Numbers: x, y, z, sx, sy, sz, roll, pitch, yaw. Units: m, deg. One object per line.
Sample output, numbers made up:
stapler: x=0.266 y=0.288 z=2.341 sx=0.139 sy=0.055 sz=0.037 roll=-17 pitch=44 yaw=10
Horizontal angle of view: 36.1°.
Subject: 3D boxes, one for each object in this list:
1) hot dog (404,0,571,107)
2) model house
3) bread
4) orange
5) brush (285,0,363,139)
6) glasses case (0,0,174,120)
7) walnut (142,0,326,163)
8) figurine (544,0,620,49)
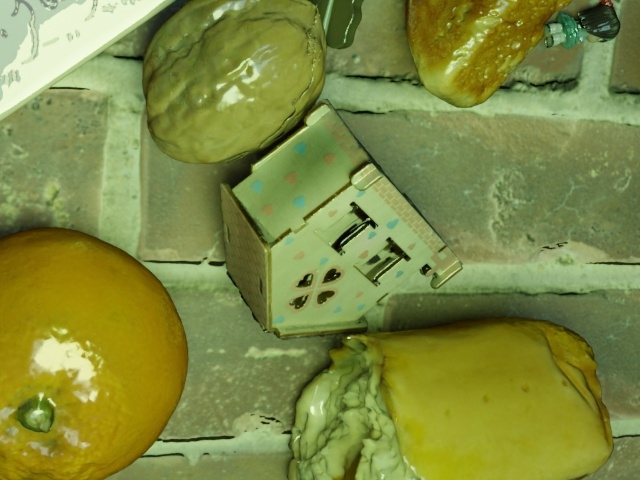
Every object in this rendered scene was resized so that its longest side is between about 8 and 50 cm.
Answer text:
hot dog: x=0.202 y=-0.301 z=1.226 sx=0.257 sy=0.153 sz=0.150 roll=-50 pitch=141 yaw=12
model house: x=0.000 y=0.000 z=1.218 sx=0.244 sy=0.169 sz=0.326 roll=-42 pitch=145 yaw=5
bread: x=0.169 y=0.229 z=1.296 sx=0.394 sy=0.361 sz=0.250 roll=-10 pitch=76 yaw=-24
orange: x=-0.307 y=0.140 z=1.121 sx=0.312 sy=0.312 sz=0.312 roll=-4 pitch=106 yaw=-16
brush: x=-0.003 y=-0.229 z=1.235 sx=0.084 sy=0.071 sz=0.301 roll=13 pitch=101 yaw=-8
glasses case: x=-0.312 y=-0.263 z=1.124 sx=0.336 sy=0.076 sz=0.144 roll=-37 pitch=112 yaw=-4
walnut: x=-0.101 y=-0.198 z=1.143 sx=0.245 sy=0.198 sz=0.198 roll=-34 pitch=113 yaw=15
figurine: x=0.356 y=-0.293 z=1.338 sx=0.106 sy=0.047 sz=0.060 roll=-14 pitch=66 yaw=-7
